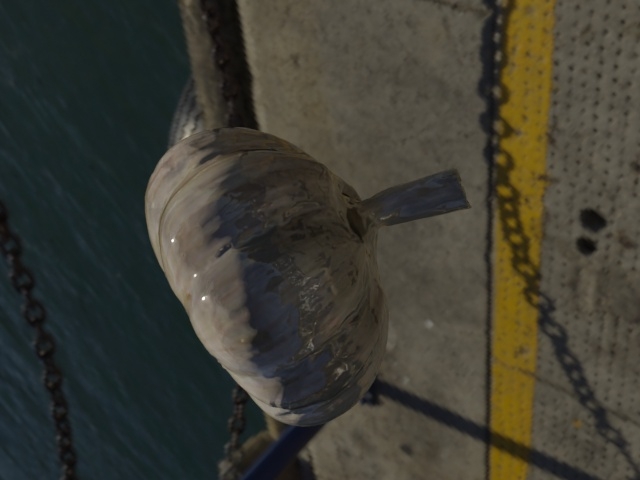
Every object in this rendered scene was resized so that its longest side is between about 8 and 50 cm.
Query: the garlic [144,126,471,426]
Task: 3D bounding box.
[{"bbox_3d":[0.000,0.000,0.751,0.218,0.212,0.218,59,177,6],"label":"garlic"}]
